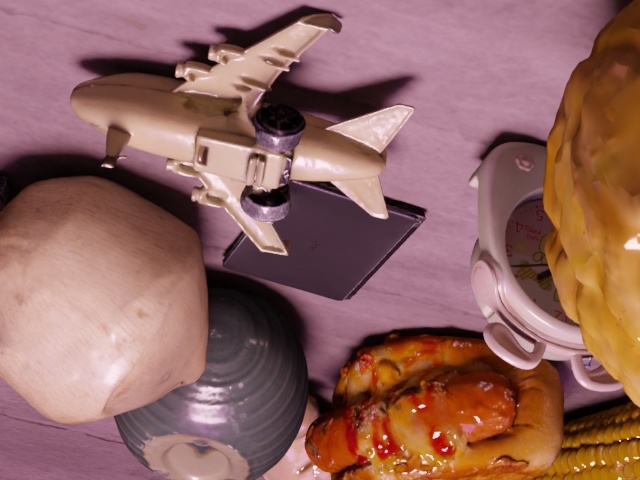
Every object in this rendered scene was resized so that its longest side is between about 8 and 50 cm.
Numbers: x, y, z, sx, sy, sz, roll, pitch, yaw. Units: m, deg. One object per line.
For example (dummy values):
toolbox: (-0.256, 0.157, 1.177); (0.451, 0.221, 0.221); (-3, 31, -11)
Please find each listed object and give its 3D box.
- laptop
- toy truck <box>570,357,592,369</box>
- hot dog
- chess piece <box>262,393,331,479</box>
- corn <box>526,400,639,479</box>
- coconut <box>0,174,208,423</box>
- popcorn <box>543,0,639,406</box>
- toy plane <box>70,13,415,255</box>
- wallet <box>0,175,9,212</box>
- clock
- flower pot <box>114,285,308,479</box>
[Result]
laptop: (0.000, 0.000, 1.501); (0.129, 0.016, 0.180); (17, 148, -15)
toy truck: (0.231, 0.049, 1.468); (0.115, 0.080, 0.177); (-3, 151, 37)
hot dog: (0.097, 0.177, 1.649); (0.256, 0.150, 0.153); (-21, 142, 29)
chess piece: (0.001, 0.254, 1.853); (0.138, 0.124, 0.307); (19, 155, 34)
corn: (0.309, 0.227, 1.697); (0.144, 0.144, 0.387); (28, 141, -30)
coconut: (-0.196, 0.057, 1.471); (0.224, 0.224, 0.224); (6, 150, 4)
popcorn: (0.322, -0.015, 1.065); (0.354, 0.344, 0.390); (14, 157, -21)
toy plane: (-0.064, -0.081, 1.307); (0.256, 0.104, 0.242); (5, 136, -7)
wallet: (-0.392, -0.042, 1.520); (0.232, 0.025, 0.119); (11, 151, -3)
clock: (0.183, 0.024, 1.319); (0.151, 0.191, 0.062); (17, 149, -14)
flower pot: (-0.106, 0.143, 1.635); (0.189, 0.157, 0.243); (7, 152, -1)
